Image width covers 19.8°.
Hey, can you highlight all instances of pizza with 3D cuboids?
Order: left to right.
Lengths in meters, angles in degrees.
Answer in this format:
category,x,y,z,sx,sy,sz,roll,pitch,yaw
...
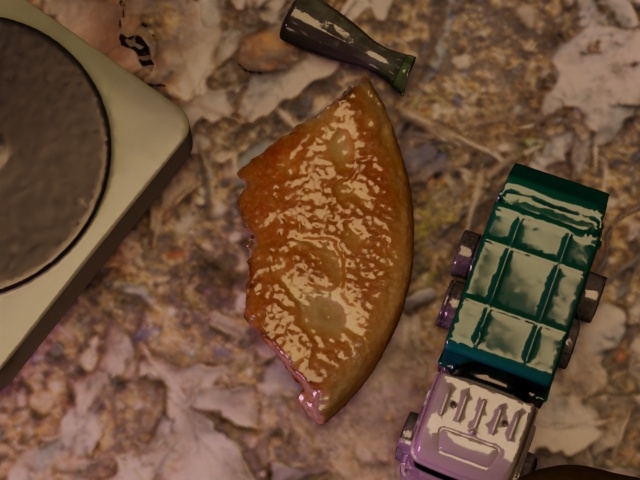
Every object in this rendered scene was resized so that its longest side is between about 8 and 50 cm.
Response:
category,x,y,z,sx,sy,sz,roll,pitch,yaw
pizza,0.006,0.004,1.385,0.134,0.056,0.271,-3,75,-3

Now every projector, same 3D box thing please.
category,x,y,z,sx,sy,sz,roll,pitch,yaw
projector,-0.269,-0.055,1.388,0.257,0.079,0.259,36,77,9

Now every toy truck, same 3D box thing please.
category,x,y,z,sx,sy,sz,roll,pitch,yaw
toy truck,0.137,0.066,1.336,0.114,0.124,0.253,19,73,7

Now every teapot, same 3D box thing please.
category,x,y,z,sx,sy,sz,roll,pitch,yaw
teapot,0.024,-0.153,1.440,0.110,0.043,0.043,29,76,3

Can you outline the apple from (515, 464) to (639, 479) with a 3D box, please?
category,x,y,z,sx,sy,sz,roll,pitch,yaw
apple,0.190,0.270,1.206,0.257,0.257,0.234,14,77,4
